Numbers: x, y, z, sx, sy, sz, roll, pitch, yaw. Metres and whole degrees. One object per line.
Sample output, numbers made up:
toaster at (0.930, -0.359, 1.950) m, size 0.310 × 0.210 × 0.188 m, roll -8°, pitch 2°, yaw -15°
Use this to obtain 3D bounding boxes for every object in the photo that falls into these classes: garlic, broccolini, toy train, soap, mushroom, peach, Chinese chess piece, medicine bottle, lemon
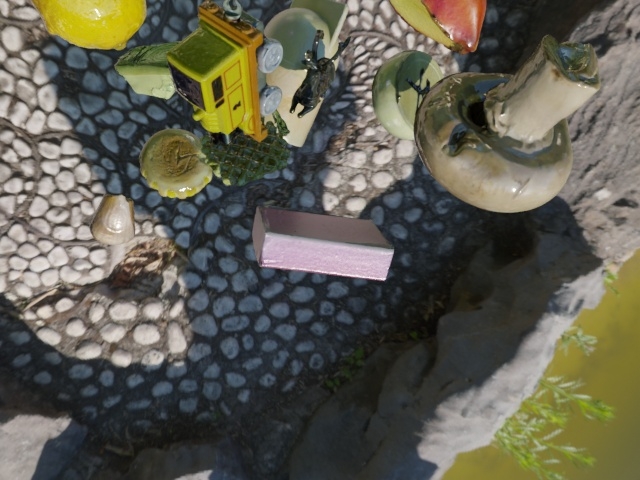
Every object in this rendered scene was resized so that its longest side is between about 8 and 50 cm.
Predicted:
garlic at (-0.418, -0.041, 1.051) m, size 0.087 × 0.195 × 0.101 m, roll 12°, pitch 88°, yaw -21°
broccolini at (-0.112, -0.327, 1.296) m, size 0.030 × 0.035 × 0.140 m, roll -15°, pitch 108°, yaw 23°
toy train at (-0.117, -0.195, 0.645) m, size 0.089 × 0.219 × 0.127 m, roll 37°, pitch 66°, yaw 14°
soap at (-0.001, 0.002, 1.044) m, size 0.259 × 0.181 × 0.081 m, roll 8°, pitch 110°, yaw -16°
mushroom at (0.311, -0.210, 0.871) m, size 0.292 × 0.290 × 0.292 m, roll 5°, pitch 57°, yaw -8°
peach at (0.334, -0.679, 1.409) m, size 0.201 × 0.258 × 0.361 m, roll -46°, pitch 75°, yaw 9°
Chinese chess piece at (0.197, -0.313, 1.120) m, size 0.188 × 0.083 × 0.188 m, roll -1°, pitch 91°, yaw -40°
medicine bottle at (-0.079, -0.501, 1.495) m, size 0.236 × 0.236 × 0.406 m, roll 23°, pitch 103°, yaw -14°
lemon at (-0.485, -0.530, 1.060) m, size 0.233 × 0.233 × 0.288 m, roll -35°, pitch 105°, yaw -8°

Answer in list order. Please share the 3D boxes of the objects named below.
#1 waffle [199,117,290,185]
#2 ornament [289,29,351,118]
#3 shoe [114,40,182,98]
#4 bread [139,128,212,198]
waffle at (-0.162, -0.198, 1.112) m, size 0.183 × 0.036 × 0.169 m, roll -24°, pitch 66°, yaw -22°
ornament at (0.008, -0.431, 1.259) m, size 0.080 × 0.236 × 0.202 m, roll 30°, pitch 63°, yaw -1°
shoe at (-0.412, -0.456, 1.366) m, size 0.262 × 0.128 × 0.140 m, roll 6°, pitch 64°, yaw 17°
bread at (-0.416, -0.216, 1.487) m, size 0.213 × 0.105 × 0.213 m, roll 5°, pitch 69°, yaw -14°
